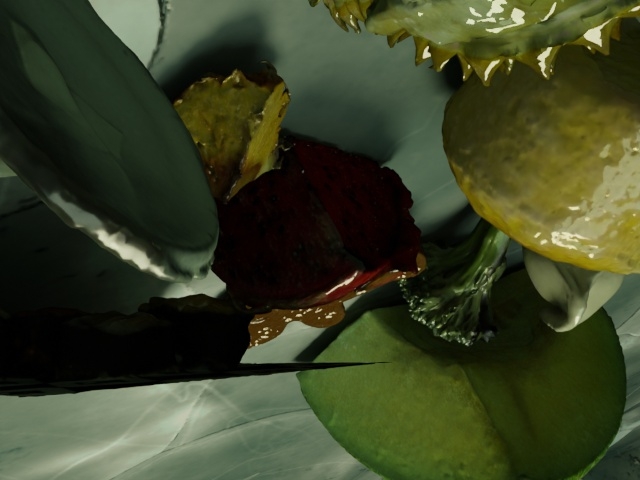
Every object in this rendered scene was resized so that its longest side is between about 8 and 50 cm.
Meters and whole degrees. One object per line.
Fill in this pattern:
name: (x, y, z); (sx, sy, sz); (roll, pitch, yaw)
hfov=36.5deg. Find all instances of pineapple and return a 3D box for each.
pineapple: (-0.052, -0.061, 0.624); (0.114, 0.077, 0.114); (-32, 167, 23)

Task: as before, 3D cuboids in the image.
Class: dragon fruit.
dragon fruit: (0.001, 0.002, 0.731); (0.127, 0.120, 0.161); (-36, 157, 32)

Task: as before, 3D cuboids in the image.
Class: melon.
melon: (0.195, 0.138, 1.073); (0.343, 0.226, 0.331); (-2, -174, -41)

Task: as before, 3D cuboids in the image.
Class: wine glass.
wine glass: (-0.262, 0.040, 0.438); (0.406, 0.267, 0.267); (-37, 153, 11)

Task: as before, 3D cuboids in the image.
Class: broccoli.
broccoli: (0.151, 0.002, 0.911); (0.122, 0.118, 0.204); (20, 118, -17)

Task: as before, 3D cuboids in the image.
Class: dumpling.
dumpling: (0.240, 0.023, 0.946); (0.100, 0.169, 0.134); (-6, 146, -9)

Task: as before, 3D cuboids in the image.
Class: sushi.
sushi: (-0.152, 0.068, 0.682); (0.292, 0.059, 0.294); (-6, 174, 39)

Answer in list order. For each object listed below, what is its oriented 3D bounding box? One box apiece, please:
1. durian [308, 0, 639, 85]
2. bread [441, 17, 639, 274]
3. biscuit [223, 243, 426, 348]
durian: (0.106, -0.182, 0.454); (0.166, 0.172, 0.306); (26, 137, -29)
bread: (0.187, -0.073, 0.693); (0.197, 0.197, 0.170); (-2, 139, -40)
biscuit: (-0.014, 0.038, 0.871); (0.205, 0.031, 0.138); (-33, 142, 20)
